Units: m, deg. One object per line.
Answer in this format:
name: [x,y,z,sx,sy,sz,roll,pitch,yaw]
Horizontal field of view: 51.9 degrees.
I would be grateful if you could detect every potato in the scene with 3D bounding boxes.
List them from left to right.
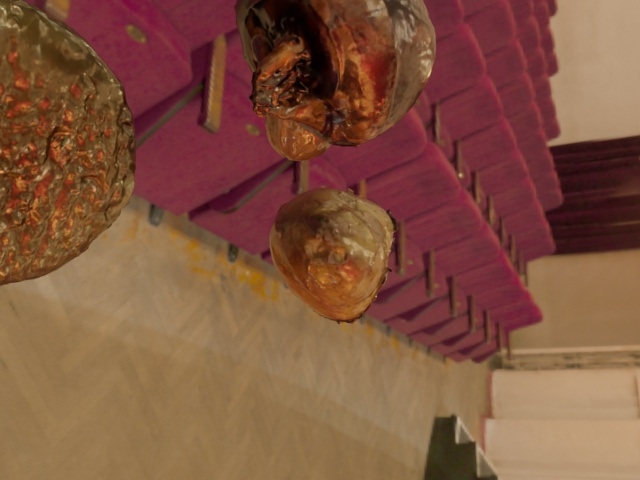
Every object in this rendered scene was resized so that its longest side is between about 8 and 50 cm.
potato: [0.000,0.000,1.349,0.237,0.289,0.301,32,67,-55]

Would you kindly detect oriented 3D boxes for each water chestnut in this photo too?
water chestnut: [0.006,-0.207,0.685,0.238,0.224,0.223,-34,121,-26]

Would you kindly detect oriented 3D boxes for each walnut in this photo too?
walnut: [-0.029,-0.223,1.166,0.140,0.140,0.162,-53,156,-58]

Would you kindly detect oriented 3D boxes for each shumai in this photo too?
shumai: [-0.432,-0.151,0.751,0.324,0.323,0.397,-57,146,7]
